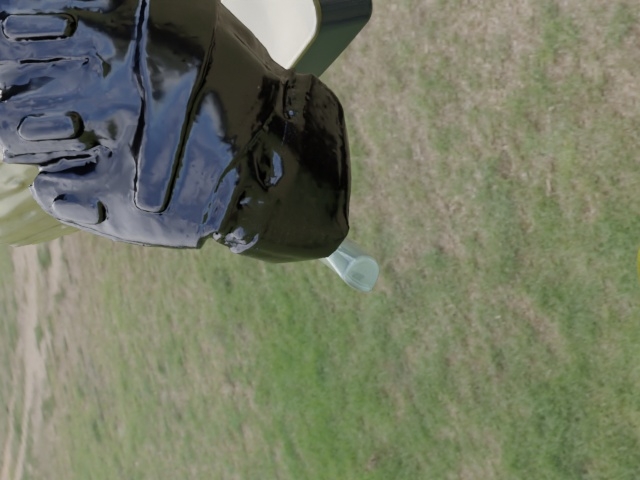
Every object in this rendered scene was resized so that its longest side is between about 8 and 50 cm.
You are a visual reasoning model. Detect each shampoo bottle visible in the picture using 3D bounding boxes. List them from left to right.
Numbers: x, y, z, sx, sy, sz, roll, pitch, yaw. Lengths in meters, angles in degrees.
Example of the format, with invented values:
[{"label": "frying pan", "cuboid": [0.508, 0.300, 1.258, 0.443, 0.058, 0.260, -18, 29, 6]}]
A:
[{"label": "shampoo bottle", "cuboid": [0.000, 0.000, 1.007, 0.049, 0.072, 0.212, -59, 37, 5]}]

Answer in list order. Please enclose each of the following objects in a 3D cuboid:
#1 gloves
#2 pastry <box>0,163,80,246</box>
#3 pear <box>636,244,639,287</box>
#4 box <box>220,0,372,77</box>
[{"label": "gloves", "cuboid": [-0.095, -0.068, 0.366, 0.124, 0.203, 0.164, -45, 43, 28]}, {"label": "pastry", "cuboid": [-0.270, -0.193, 0.708, 0.389, 0.312, 0.388, 56, -176, -6]}, {"label": "pear", "cuboid": [0.523, 0.043, 1.041, 0.198, 0.198, 0.198, 29, 125, 53]}, {"label": "box", "cuboid": [-0.032, -0.275, 0.930, 0.201, 0.090, 0.145, -37, 75, 58]}]
